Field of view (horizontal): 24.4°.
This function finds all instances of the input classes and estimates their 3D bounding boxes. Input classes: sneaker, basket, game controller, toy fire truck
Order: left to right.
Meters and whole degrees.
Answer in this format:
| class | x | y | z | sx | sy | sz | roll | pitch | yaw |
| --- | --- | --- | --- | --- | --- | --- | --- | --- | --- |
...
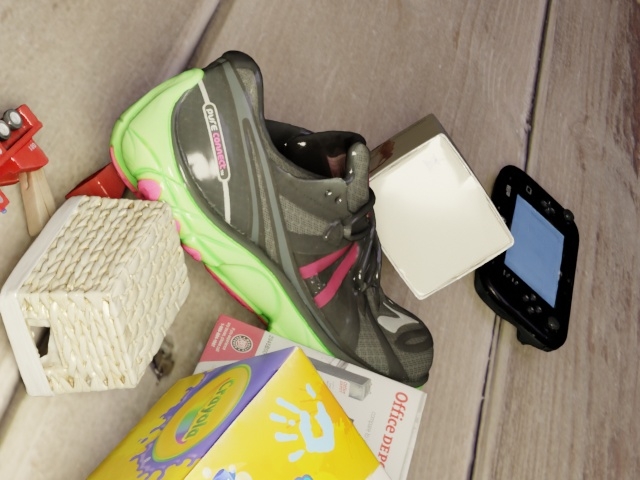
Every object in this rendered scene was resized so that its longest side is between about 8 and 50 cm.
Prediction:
| class | x | y | z | sx | sy | sz | roll | pitch | yaw |
| --- | --- | --- | --- | --- | --- | --- | --- | --- | --- |
| toy fire truck | -0.264 | -0.048 | 1.345 | 0.135 | 0.047 | 0.192 | 53 | 32 | -15 |
| basket | -0.190 | 0.046 | 1.284 | 0.167 | 0.103 | 0.113 | -65 | 150 | -54 |
| sneaker | 0.000 | 0.000 | 1.475 | 0.483 | 0.202 | 0.185 | 47 | -2 | -42 |
| game controller | 0.296 | 0.020 | 2.099 | 0.166 | 0.067 | 0.319 | 48 | 32 | -20 |

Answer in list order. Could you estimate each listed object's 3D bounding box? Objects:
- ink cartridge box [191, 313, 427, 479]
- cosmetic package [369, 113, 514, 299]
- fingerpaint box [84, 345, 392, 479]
| class | x | y | z | sx | sy | sz | roll | pitch | yaw |
| --- | --- | --- | --- | --- | --- | --- | --- | --- | --- |
| ink cartridge box | -0.024 | 0.181 | 1.370 | 0.218 | 0.092 | 0.158 | 22 | 37 | -1 |
| cosmetic package | 0.125 | -0.047 | 1.736 | 0.153 | 0.129 | 0.296 | 57 | 6 | -5 |
| fingerpaint box | -0.079 | 0.359 | 1.065 | 0.371 | 0.163 | 0.445 | 56 | 45 | -15 |
